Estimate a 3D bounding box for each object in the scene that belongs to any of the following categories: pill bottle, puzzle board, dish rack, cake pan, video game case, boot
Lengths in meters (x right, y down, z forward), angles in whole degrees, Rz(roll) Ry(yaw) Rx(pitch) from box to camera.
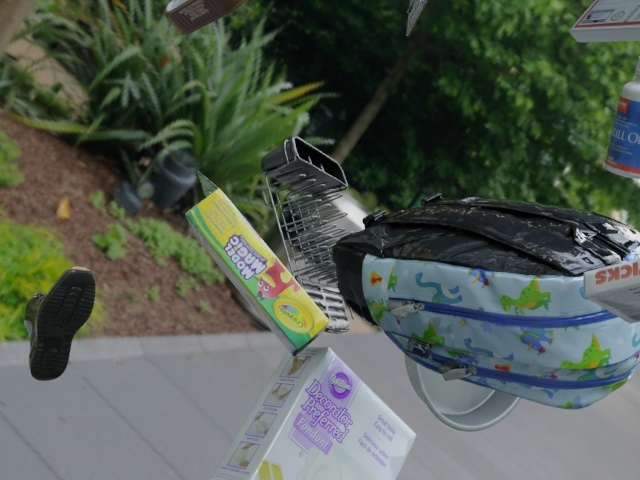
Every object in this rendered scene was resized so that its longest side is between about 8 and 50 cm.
[{"bbox_3d":[0.625,-0.233,1.617,0.124,0.222,0.124,7,17,-2],"label":"pill bottle"},{"bbox_3d":[0.149,-0.367,1.206,0.011,0.128,0.096,17,53,-9],"label":"puzzle board"},{"bbox_3d":[0.000,0.000,1.248,0.208,0.074,0.272,19,54,-66],"label":"dish rack"},{"bbox_3d":[0.257,0.178,1.467,0.293,0.293,0.054,31,-15,-31],"label":"cake pan"},{"bbox_3d":[0.469,-0.366,1.085,0.025,0.285,0.204,42,-2,-21],"label":"video game case"},{"bbox_3d":[-0.413,0.095,1.301,0.076,0.198,0.137,15,25,-36],"label":"boot"}]

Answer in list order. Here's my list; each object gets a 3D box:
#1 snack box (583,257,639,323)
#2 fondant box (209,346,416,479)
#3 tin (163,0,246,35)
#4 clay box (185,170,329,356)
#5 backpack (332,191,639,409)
[{"bbox_3d":[0.267,0.021,0.555,0.064,0.022,0.178,28,-32,-35],"label":"snack box"},{"bbox_3d":[-0.022,0.357,1.258,0.096,0.330,0.238,-9,-48,49],"label":"fondant box"},{"bbox_3d":[-0.111,-0.290,0.954,0.040,0.106,0.189,46,-28,-25],"label":"tin"},{"bbox_3d":[-0.081,0.029,0.971,0.222,0.053,0.127,49,-10,7],"label":"clay box"},{"bbox_3d":[0.238,0.060,1.065,0.290,0.274,0.355,-15,3,-41],"label":"backpack"}]
